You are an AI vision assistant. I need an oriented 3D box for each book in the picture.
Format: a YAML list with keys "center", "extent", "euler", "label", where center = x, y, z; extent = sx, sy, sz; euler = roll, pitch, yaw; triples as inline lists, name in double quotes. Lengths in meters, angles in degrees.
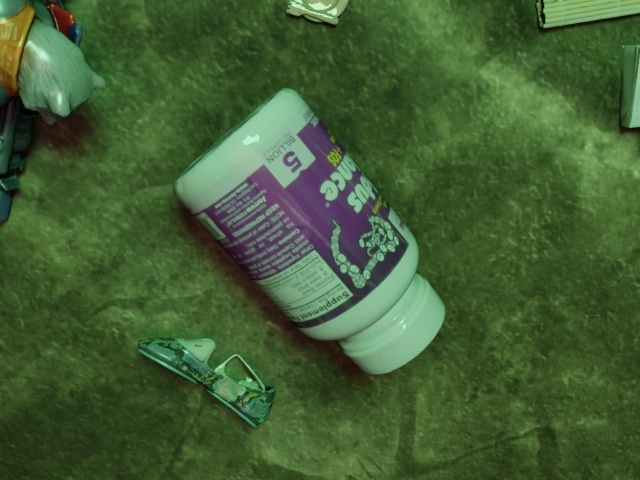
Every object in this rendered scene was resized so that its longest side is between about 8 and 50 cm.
- center: [0.435, -0.190, 0.702]
  extent: [0.144, 0.035, 0.096]
  euler: [-7, 110, -4]
  label: "book"

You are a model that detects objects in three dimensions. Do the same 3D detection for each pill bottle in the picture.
- center: [0.000, 0.000, 0.643]
  extent: [0.169, 0.169, 0.301]
  euler: [-39, 106, 6]
  label: "pill bottle"

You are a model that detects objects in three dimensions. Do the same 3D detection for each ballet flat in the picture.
- center: [-0.136, 0.160, 0.739]
  extent: [0.188, 0.070, 0.070]
  euler: [38, 99, -15]
  label: "ballet flat"

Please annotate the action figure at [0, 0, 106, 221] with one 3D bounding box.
- center: [-0.376, -0.167, 0.559]
  extent: [0.331, 0.178, 0.341]
  euler: [15, 110, 1]
  label: "action figure"

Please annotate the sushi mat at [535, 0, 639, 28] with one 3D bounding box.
- center: [0.394, -0.340, 0.660]
  extent: [0.317, 0.019, 0.151]
  euler: [-10, 107, -2]
  label: "sushi mat"

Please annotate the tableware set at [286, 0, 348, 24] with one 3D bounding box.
- center: [-0.006, -0.328, 0.627]
  extent: [0.141, 0.020, 0.168]
  euler: [30, 101, -12]
  label: "tableware set"
